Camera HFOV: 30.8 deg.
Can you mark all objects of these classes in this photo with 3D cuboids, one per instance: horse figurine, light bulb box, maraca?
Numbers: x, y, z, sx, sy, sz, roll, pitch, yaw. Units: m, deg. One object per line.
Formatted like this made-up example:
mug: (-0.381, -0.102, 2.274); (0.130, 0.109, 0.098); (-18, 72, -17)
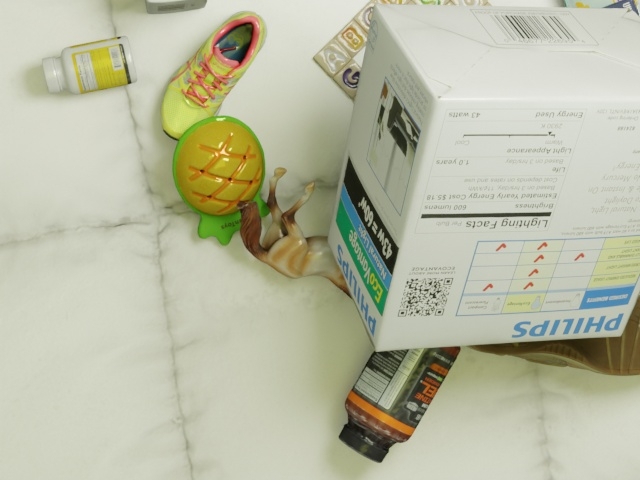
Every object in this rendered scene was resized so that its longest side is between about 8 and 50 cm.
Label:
horse figurine: (0.000, 0.000, 1.587); (0.263, 0.066, 0.174); (9, 112, -17)
light bulb box: (0.226, -0.076, 1.422); (0.358, 0.225, 0.361); (-2, 128, -18)
maraca: (-0.131, -0.080, 1.562); (0.127, 0.099, 0.185); (-19, 119, -11)

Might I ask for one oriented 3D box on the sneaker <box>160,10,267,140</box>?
sneaker: (-0.145, -0.226, 1.552); (0.081, 0.094, 0.208); (33, 89, -10)

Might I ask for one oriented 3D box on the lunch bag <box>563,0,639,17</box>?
lunch bag: (0.473, -0.332, 1.609); (0.262, 0.160, 0.223); (-21, 98, 4)

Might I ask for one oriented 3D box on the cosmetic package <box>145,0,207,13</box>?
cosmetic package: (-0.206, -0.421, 1.526); (0.086, 0.117, 0.231); (-8, 95, -8)

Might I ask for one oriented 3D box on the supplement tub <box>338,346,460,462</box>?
supplement tub: (0.103, 0.204, 1.599); (0.106, 0.106, 0.197); (30, 90, -8)

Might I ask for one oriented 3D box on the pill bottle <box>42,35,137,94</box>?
pill bottle: (-0.306, -0.230, 1.543); (0.116, 0.065, 0.065); (-12, 94, -8)

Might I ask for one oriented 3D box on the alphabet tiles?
alphabet tiles: (0.141, -0.268, 1.635); (0.198, 0.009, 0.237); (45, 86, -7)

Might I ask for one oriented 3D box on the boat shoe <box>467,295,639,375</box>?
boat shoe: (0.333, 0.116, 1.629); (0.341, 0.110, 0.121); (10, 85, -16)
